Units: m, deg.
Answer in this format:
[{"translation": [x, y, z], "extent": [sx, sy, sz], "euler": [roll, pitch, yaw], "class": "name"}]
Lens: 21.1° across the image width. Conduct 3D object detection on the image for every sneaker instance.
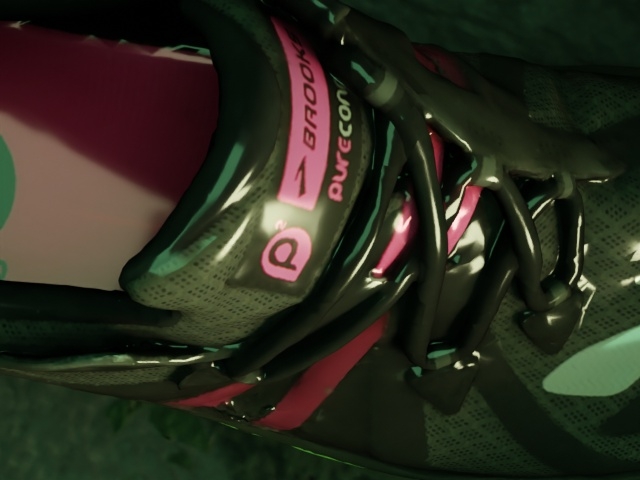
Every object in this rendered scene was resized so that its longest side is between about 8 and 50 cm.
[{"translation": [0.000, 0.000, 0.615], "extent": [0.482, 0.202, 0.185], "euler": [4, 88, -9], "class": "sneaker"}]
